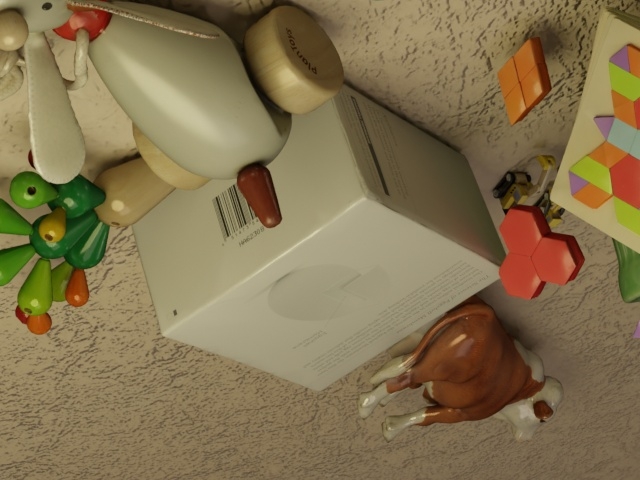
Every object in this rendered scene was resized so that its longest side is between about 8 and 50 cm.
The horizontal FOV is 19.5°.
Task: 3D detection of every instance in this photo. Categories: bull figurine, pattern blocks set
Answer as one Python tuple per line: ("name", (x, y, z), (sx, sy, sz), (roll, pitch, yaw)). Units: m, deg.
("bull figurine", (0.136, 0.137, 1.915), (0.188, 0.101, 0.310), (-21, 149, 9))
("pattern blocks set", (0.255, -0.078, 1.462), (0.026, 0.285, 0.324), (-19, 118, -47))

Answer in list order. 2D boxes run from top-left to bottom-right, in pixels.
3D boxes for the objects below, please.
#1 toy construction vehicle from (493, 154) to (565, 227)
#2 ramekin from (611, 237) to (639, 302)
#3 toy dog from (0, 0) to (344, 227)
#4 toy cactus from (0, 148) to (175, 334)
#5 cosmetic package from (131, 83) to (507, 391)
("toy construction vehicle", (0.213, -0.045, 1.731), (0.086, 0.035, 0.098), (4, 143, -31))
("ramekin", (0.378, -0.066, 1.592), (0.303, 0.148, 0.303), (-19, 172, -3))
("toy dog", (-0.126, -0.101, 1.354), (0.334, 0.161, 0.220), (4, 142, -31))
("toy cactus", (-0.203, -0.020, 1.527), (0.180, 0.112, 0.219), (-31, 149, -15))
("cosmetic package", (0.000, 0.000, 1.596), (0.224, 0.138, 0.225), (-34, 145, 23))
